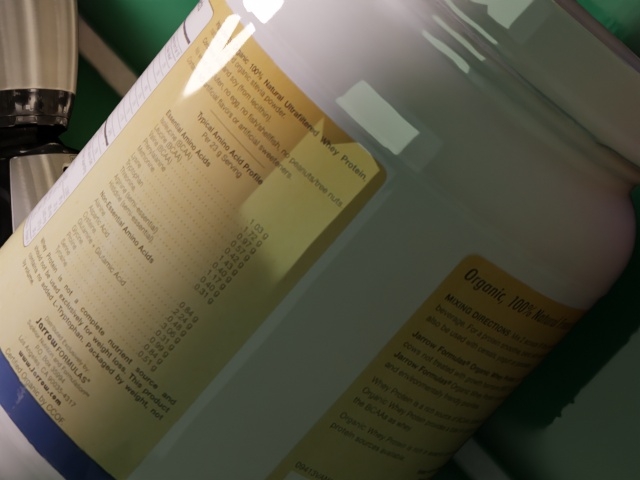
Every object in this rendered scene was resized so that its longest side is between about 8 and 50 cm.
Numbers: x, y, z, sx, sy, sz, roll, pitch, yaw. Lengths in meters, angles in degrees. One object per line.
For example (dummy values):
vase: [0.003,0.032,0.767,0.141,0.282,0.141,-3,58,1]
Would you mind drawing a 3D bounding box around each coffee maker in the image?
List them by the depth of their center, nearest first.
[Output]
coffee maker: [-0.199,-0.067,0.924,0.171,0.120,0.178,-10,84,44]

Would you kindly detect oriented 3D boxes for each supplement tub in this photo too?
supplement tub: [0.000,0.000,0.775,0.228,0.228,0.316,45,104,15]
